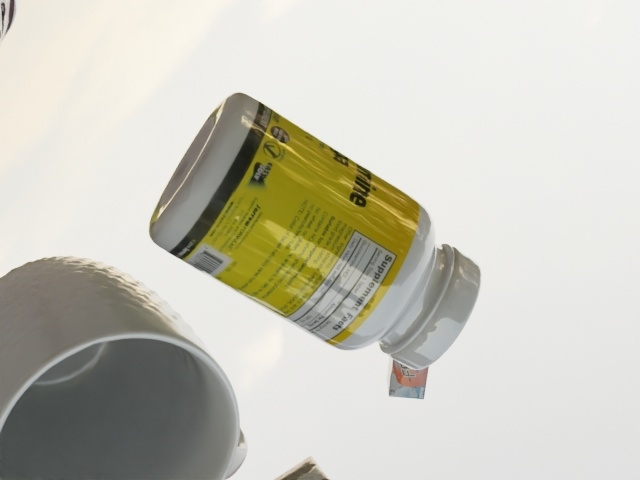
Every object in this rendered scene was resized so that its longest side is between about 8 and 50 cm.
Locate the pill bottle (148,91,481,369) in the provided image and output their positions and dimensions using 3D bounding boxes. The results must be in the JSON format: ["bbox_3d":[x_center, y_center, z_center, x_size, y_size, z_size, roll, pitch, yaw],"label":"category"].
[{"bbox_3d":[0.000,0.000,1.205,0.188,0.333,0.188,-53,-164,22],"label":"pill bottle"}]

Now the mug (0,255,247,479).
[{"bbox_3d":[-0.245,0.181,1.319,0.276,0.374,0.328,-59,-146,5],"label":"mug"}]

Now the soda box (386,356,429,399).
[{"bbox_3d":[0.141,0.150,1.719,0.063,0.058,0.183,-94,-171,-70],"label":"soda box"}]

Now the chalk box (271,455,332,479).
[{"bbox_3d":[-0.077,0.494,1.701,0.288,0.179,0.180,-31,-173,-9],"label":"chalk box"}]

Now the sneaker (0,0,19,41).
[{"bbox_3d":[-0.194,-0.093,0.517,0.281,0.106,0.163,121,-23,-75],"label":"sneaker"}]
